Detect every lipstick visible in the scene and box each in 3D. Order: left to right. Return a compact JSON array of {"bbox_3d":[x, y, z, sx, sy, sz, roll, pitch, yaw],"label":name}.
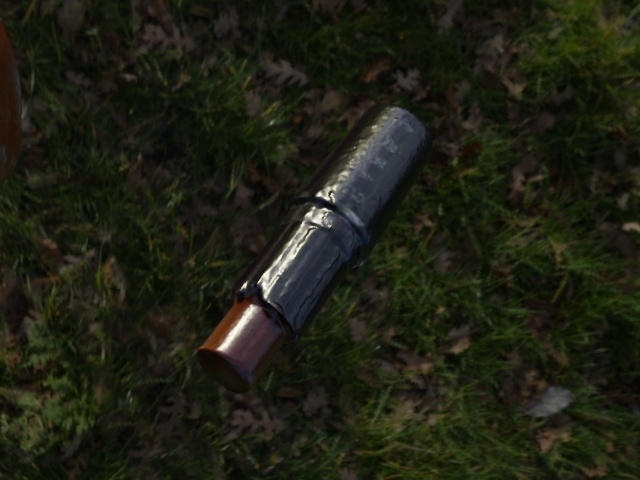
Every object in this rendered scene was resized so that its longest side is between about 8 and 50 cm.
[{"bbox_3d":[0.000,0.000,0.735,0.081,0.081,0.299,37,56,-2],"label":"lipstick"}]

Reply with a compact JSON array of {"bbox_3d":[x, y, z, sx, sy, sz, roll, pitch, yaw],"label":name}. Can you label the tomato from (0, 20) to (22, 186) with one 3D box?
[{"bbox_3d":[-0.291,-0.074,0.594,0.214,0.155,0.180,-2,61,11],"label":"tomato"}]
